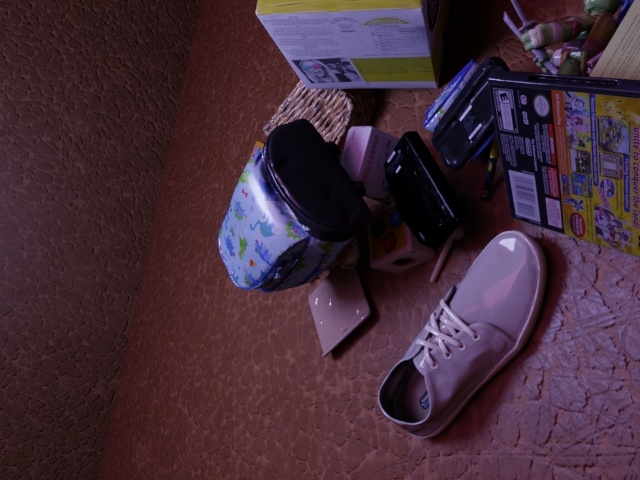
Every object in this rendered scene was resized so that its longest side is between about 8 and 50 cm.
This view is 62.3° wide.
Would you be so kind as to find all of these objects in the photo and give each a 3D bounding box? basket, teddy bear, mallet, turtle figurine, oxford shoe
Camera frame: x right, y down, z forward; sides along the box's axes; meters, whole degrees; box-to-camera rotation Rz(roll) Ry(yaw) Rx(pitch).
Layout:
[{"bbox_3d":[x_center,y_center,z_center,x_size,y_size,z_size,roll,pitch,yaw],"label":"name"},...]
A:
[{"bbox_3d":[0.031,-0.342,1.503,0.213,0.223,0.299,54,128,10],"label":"basket"},{"bbox_3d":[0.000,0.000,1.367,0.338,0.113,0.245,16,83,62],"label":"teddy bear"},{"bbox_3d":[0.337,-0.163,1.001,0.062,0.039,0.189,17,121,39],"label":"mallet"},{"bbox_3d":[0.379,-0.297,0.908,0.198,0.275,0.266,-77,-2,-88],"label":"turtle figurine"},{"bbox_3d":[0.248,0.180,0.963,0.449,0.130,0.169,-61,35,17],"label":"oxford shoe"}]

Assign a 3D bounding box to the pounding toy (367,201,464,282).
[{"bbox_3d":[0.197,0.000,1.131,0.206,0.094,0.181,-31,54,46],"label":"pounding toy"}]

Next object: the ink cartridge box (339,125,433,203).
[{"bbox_3d":[0.143,-0.159,1.183,0.082,0.191,0.139,17,93,55],"label":"ink cartridge box"}]

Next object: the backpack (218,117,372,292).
[{"bbox_3d":[-0.081,-0.034,1.172,0.290,0.273,0.355,59,157,17],"label":"backpack"}]

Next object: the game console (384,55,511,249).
[{"bbox_3d":[0.238,-0.156,0.967,0.213,0.044,0.361,66,147,26],"label":"game console"}]

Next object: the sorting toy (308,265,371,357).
[{"bbox_3d":[0.048,0.163,1.337,0.193,0.038,0.208,-49,37,32],"label":"sorting toy"}]

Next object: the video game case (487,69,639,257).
[{"bbox_3d":[0.377,-0.110,0.775,0.035,0.275,0.248,-40,38,-20],"label":"video game case"}]

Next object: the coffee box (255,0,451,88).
[{"bbox_3d":[0.100,-0.559,1.160,0.338,0.334,0.337,7,82,19],"label":"coffee box"}]

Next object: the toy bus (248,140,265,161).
[{"bbox_3d":[-0.207,-0.150,1.749,0.130,0.108,0.332,36,107,54],"label":"toy bus"}]

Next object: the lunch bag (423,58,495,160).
[{"bbox_3d":[0.298,-0.259,1.042,0.151,0.129,0.096,-52,9,36],"label":"lunch bag"}]

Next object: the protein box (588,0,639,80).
[{"bbox_3d":[0.510,-0.218,0.735,0.199,0.136,0.201,-64,35,15],"label":"protein box"}]
